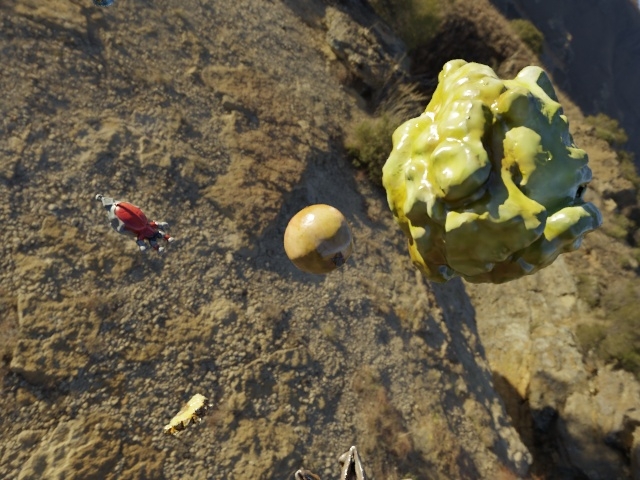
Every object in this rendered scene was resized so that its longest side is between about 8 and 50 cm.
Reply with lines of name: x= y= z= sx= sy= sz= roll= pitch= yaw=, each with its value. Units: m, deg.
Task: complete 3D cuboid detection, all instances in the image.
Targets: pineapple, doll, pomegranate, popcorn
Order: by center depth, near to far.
doll: x=-0.254 y=-0.024 z=0.632 sx=0.114 sy=0.039 sz=0.057 roll=38 pitch=69 yaw=-12
popcorn: x=0.230 y=-0.091 z=0.647 sx=0.279 sy=0.274 sz=0.335 roll=33 pitch=42 yaw=2
pineapple: x=-0.183 y=0.247 z=0.664 sx=0.019 sy=0.045 sz=0.083 roll=67 pitch=25 yaw=-9
pomegranate: x=-0.004 y=-0.001 z=1.234 sx=0.191 sy=0.191 sz=0.191 roll=32 pitch=37 yaw=-28

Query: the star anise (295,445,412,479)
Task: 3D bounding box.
star anise: x=0.042 y=0.409 z=0.688 sx=0.073 sy=0.212 sz=0.196 roll=70 pitch=21 yaw=-72

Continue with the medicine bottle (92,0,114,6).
medicine bottle: x=-0.511 y=-0.620 z=1.036 sx=0.051 sy=0.191 sz=0.051 roll=3 pitch=59 yaw=-5
